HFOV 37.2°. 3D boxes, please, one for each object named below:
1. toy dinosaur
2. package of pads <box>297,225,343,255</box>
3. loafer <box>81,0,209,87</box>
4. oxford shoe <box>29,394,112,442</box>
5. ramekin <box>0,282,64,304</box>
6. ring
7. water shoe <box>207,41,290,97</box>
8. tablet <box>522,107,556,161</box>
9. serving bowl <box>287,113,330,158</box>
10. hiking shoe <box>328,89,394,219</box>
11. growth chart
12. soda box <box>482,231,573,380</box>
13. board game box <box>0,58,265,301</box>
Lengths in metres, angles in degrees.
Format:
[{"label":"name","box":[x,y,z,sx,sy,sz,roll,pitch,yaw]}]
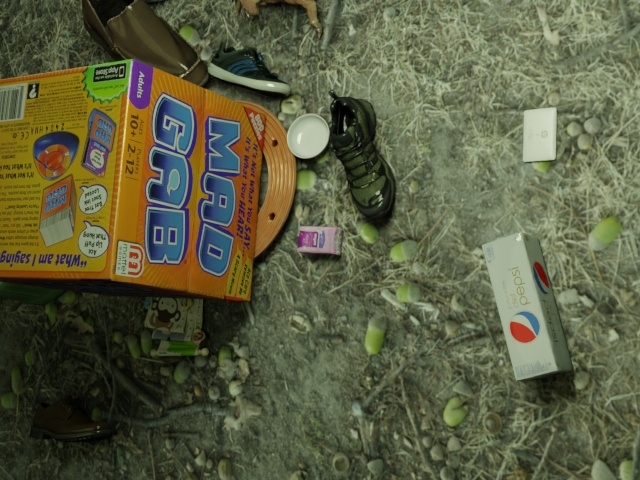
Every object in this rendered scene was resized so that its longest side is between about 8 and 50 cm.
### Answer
[{"label":"toy dinosaur","box":[-0.077,-0.484,1.698,0.200,0.296,0.127,12,61,-2]},{"label":"package of pads","box":[0.000,0.000,1.694,0.083,0.032,0.050,2,83,35]},{"label":"loafer","box":[-0.371,-0.409,1.905,0.366,0.130,0.134,37,71,25]},{"label":"oxford shoe","box":[-0.522,0.372,1.980,0.227,0.083,0.096,-1,79,34]},{"label":"ramekin","box":[-0.673,-0.012,2.091,0.303,0.148,0.303,-5,81,34]},{"label":"ring","box":[-0.181,-0.104,1.827,0.336,0.032,0.337,-7,78,34]},{"label":"water shoe","box":[-0.134,-0.329,1.805,0.203,0.073,0.080,22,94,34]},{"label":"tablet","box":[0.344,-0.166,1.492,0.054,0.006,0.083,-1,84,34]},{"label":"serving bowl","box":[-0.018,-0.187,1.729,0.083,0.027,0.083,-4,79,22]},{"label":"hiking shoe","box":[0.055,-0.144,1.623,0.086,0.114,0.227,-25,71,31]},{"label":"growth chart","box":[-0.292,0.120,1.888,0.172,0.021,0.237,-12,75,32]},{"label":"soda box","box":[0.313,0.100,1.438,0.069,0.074,0.216,-20,73,31]},{"label":"board game box","box":[-0.356,-0.086,1.706,0.356,0.356,0.356,0,81,33]}]
